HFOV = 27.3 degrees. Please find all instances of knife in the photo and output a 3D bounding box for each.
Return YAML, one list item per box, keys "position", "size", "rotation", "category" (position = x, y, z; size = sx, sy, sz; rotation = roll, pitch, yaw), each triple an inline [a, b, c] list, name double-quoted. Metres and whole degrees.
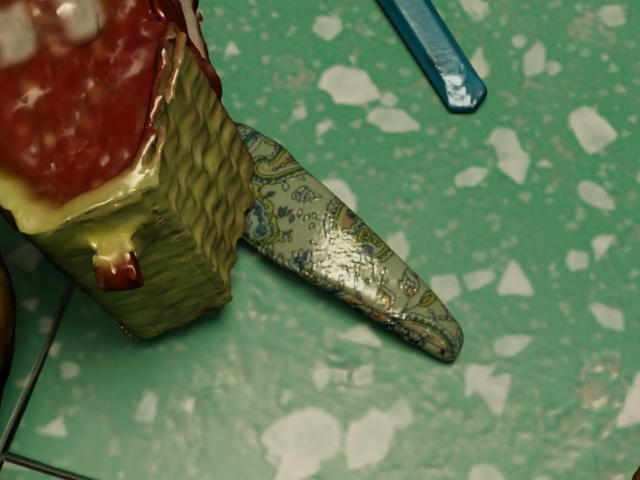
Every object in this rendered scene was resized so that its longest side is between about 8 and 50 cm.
- position: [0.032, -0.209, 0.947]
  size: [0.044, 0.026, 0.296]
  rotation: [-26, 72, -10]
  category: "knife"

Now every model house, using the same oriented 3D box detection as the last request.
- position: [-0.131, -0.064, 0.774]
  size: [0.160, 0.196, 0.254]
  rotation: [-19, 65, 2]
  category: "model house"

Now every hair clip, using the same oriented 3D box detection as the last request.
- position: [-0.001, -0.001, 0.845]
  size: [0.229, 0.036, 0.066]
  rotation: [38, 77, 14]
  category: "hair clip"

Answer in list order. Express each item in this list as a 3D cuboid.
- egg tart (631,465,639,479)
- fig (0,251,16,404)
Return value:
- position: [0.263, 0.170, 0.710]
  size: [0.202, 0.202, 0.147]
  rotation: [-16, 53, -9]
  category: "egg tart"
- position: [-0.323, 0.017, 0.655]
  size: [0.286, 0.368, 0.286]
  rotation: [-4, 63, 7]
  category: "fig"
